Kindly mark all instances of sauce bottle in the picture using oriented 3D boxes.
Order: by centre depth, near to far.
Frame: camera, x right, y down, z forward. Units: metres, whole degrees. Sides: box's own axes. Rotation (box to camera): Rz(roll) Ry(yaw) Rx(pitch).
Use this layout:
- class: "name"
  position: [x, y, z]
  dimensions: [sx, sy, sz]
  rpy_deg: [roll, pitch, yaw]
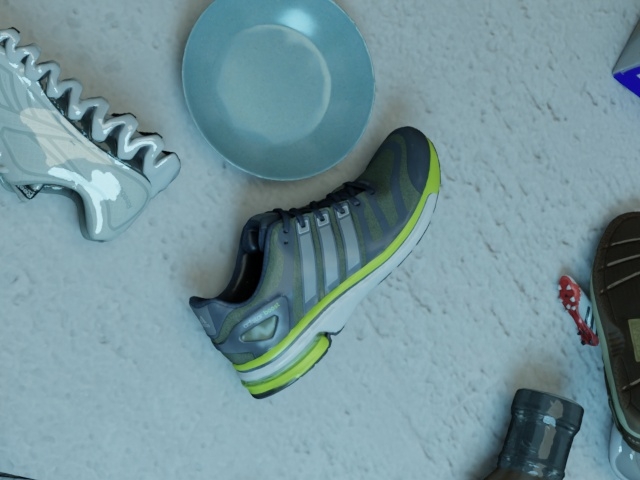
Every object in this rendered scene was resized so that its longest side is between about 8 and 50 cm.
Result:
- class: "sauce bottle"
  position: [0.175, 0.315, 1.352]
  dimensions: [0.111, 0.111, 0.344]
  rpy_deg: [23, 77, -16]

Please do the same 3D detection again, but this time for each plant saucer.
- class: "plant saucer"
  position: [-0.043, -0.152, 1.352]
  dimensions: [0.195, 0.037, 0.195]
  rpy_deg: [2, 84, -20]

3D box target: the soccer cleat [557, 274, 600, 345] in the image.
- class: "soccer cleat"
  position: [0.272, 0.070, 1.452]
  dimensions: [0.035, 0.029, 0.083]
  rpy_deg: [-31, 99, -28]

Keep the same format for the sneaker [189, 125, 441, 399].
- class: "sneaker"
  position: [0.000, 0.000, 1.308]
  dimensions: [0.121, 0.111, 0.300]
  rpy_deg: [45, 71, -22]

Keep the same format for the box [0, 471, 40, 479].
- class: "box"
  position: [-0.351, 0.303, 1.119]
  dimensions: [0.060, 0.216, 0.270]
  rpy_deg: [28, 71, -62]

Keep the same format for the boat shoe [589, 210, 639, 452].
- class: "boat shoe"
  position: [0.319, 0.095, 1.425]
  dimensions: [0.095, 0.095, 0.257]
  rpy_deg: [3, 56, 8]

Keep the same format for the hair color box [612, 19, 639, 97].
- class: "hair color box"
  position: [0.456, -0.300, 1.466]
  dimensions: [0.110, 0.185, 0.339]
  rpy_deg: [34, 75, -12]

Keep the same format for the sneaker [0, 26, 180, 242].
- class: "sneaker"
  position: [-0.267, -0.110, 1.238]
  dimensions: [0.292, 0.110, 0.118]
  rpy_deg: [37, 83, -13]

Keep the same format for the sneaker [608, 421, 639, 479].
- class: "sneaker"
  position: [0.431, 0.213, 1.447]
  dimensions: [0.281, 0.115, 0.105]
  rpy_deg: [5, 83, -18]
